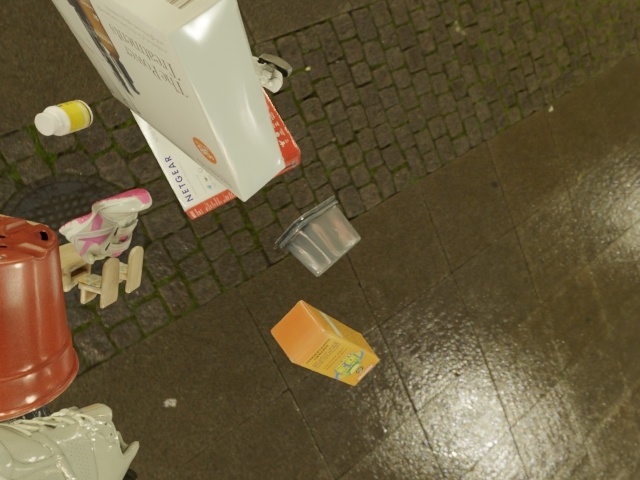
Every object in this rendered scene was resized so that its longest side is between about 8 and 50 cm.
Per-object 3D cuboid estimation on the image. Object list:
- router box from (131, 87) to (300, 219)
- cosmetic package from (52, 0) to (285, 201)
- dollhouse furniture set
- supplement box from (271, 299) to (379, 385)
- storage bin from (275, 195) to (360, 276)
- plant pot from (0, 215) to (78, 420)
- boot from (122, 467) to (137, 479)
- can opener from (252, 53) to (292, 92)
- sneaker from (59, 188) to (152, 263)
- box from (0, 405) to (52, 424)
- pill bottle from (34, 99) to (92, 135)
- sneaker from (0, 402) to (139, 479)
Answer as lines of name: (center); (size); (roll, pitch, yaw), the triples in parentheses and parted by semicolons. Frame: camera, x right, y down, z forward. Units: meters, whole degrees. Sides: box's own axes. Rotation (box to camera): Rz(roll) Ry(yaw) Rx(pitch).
router box: (-0.257, -0.266, 1.158); (0.301, 0.082, 0.336); (-29, 81, -9)
cosmetic package: (-0.230, -0.257, 0.674); (0.097, 0.377, 0.284); (-44, 152, -15)
dollhouse furniture set: (-0.759, 0.033, 1.356); (0.362, 0.394, 0.257); (13, 106, 6)
supplement box: (0.017, 0.187, 0.849); (0.078, 0.080, 0.233); (-47, 143, 4)
storage bin: (0.000, 0.000, 0.818); (0.091, 0.098, 0.135); (49, 36, 4)
plant pot: (-0.558, 0.114, 0.817); (0.272, 0.272, 0.265); (1, 112, -28)
boot: (-0.417, 0.512, 0.693); (0.348, 0.131, 0.260); (9, 90, -58)
can opener: (-0.219, -0.517, 1.360); (0.280, 0.074, 0.093); (29, 54, -3)
sneaker: (-0.439, -0.028, 1.028); (0.111, 0.252, 0.103); (62, 32, -7)
box: (-0.666, 0.418, 1.057); (0.093, 0.158, 0.156); (-20, 124, -16)
pill bottle: (-0.569, -0.269, 1.067); (0.065, 0.065, 0.116); (60, 26, -16)
sneaker: (-0.291, 0.216, 0.512); (0.121, 0.099, 0.262); (-61, 154, -31)
